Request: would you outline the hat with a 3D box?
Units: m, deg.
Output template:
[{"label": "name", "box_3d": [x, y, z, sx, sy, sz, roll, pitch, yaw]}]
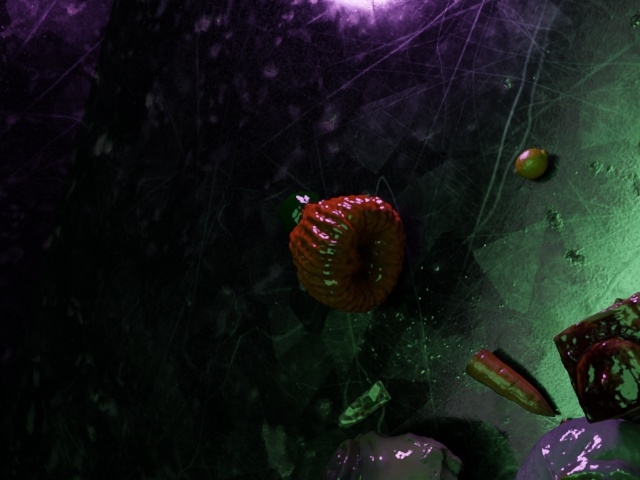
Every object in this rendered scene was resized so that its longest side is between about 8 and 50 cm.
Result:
[{"label": "hat", "box_3d": [0.000, 0.000, 1.781, 0.400, 0.285, 0.285, 20, 98, 43]}]

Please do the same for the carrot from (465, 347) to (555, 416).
[{"label": "carrot", "box_3d": [0.412, 0.316, 1.527, 0.205, 0.072, 0.072, 36, 108, 30]}]

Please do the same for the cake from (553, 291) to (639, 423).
[{"label": "cake", "box_3d": [0.543, 0.207, 1.267, 0.196, 0.293, 0.198, -35, 63, 39]}]

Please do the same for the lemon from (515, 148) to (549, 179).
[{"label": "lemon", "box_3d": [0.456, -0.166, 1.536, 0.083, 0.062, 0.062, -44, 60, 31]}]

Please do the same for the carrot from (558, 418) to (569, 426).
[{"label": "carrot", "box_3d": [0.484, 0.445, 1.464, 0.042, 0.042, 0.170, 20, 96, 40]}]

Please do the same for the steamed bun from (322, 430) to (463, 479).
[{"label": "steamed bun", "box_3d": [0.109, 0.554, 1.569, 0.394, 0.237, 0.346, -54, 28, 21]}]

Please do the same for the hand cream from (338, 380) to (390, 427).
[{"label": "hand cream", "box_3d": [0.106, 0.421, 1.797, 0.165, 0.037, 0.057, -44, 60, 21]}]

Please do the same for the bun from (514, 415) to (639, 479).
[{"label": "bun", "box_3d": [0.512, 0.497, 1.296, 0.362, 0.211, 0.362, -9, 73, 30]}]
